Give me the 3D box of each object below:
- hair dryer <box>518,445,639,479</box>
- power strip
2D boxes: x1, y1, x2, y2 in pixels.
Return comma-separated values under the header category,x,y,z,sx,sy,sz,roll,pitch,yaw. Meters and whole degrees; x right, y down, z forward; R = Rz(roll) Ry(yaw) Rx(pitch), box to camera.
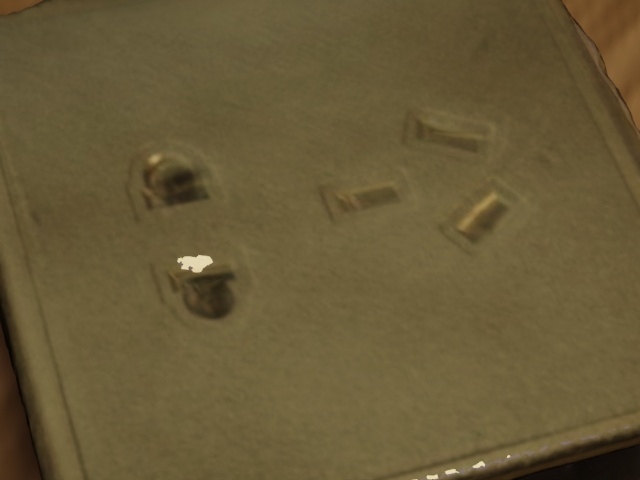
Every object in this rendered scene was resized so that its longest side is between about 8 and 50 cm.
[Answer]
category,x,y,z,sx,sy,sz,roll,pitch,yaw
hair dryer,0.022,0.096,0.550,0.255,0.070,0.128,-11,95,-11
power strip,0.000,0.000,0.516,0.213,0.064,0.198,-12,60,-16
